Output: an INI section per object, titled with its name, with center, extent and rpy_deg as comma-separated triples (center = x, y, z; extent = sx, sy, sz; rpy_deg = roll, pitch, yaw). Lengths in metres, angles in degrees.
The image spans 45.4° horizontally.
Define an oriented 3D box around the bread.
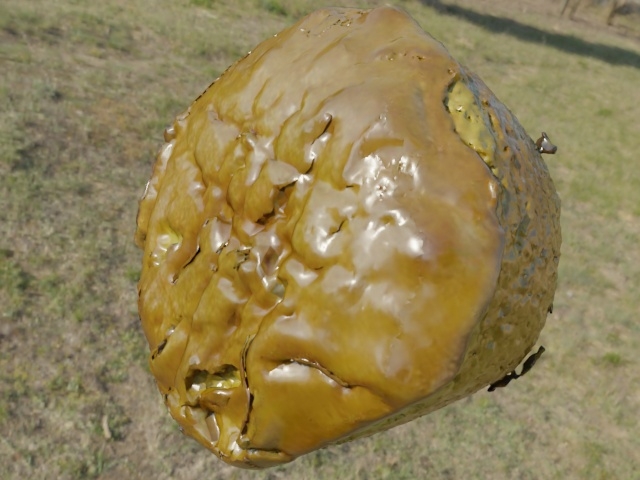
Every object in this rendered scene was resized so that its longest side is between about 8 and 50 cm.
[bread]
center = 0.000, 0.000, 0.662
extent = 0.215, 0.398, 0.398
rpy_deg = 15, 22, -43
